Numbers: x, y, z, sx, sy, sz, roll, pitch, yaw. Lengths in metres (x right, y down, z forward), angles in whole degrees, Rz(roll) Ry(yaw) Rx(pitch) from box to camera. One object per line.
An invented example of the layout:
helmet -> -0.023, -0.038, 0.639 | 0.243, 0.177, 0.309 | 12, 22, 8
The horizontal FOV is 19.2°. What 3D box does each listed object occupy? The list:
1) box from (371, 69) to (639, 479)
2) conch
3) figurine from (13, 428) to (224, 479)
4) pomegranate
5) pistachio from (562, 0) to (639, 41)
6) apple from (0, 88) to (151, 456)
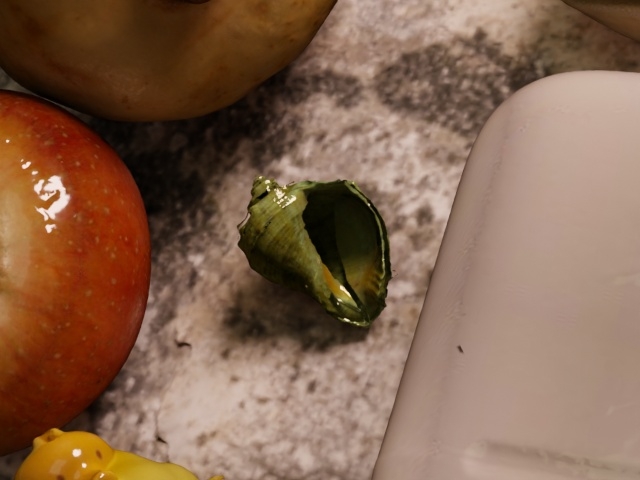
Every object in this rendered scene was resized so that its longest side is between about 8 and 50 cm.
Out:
box -> 0.188, 0.072, 1.048 | 0.289, 0.141, 0.349 | 8, 69, 25
conch -> 0.000, 0.000, 1.199 | 0.121, 0.074, 0.089 | 47, 125, 12
figurine -> -0.096, 0.207, 1.117 | 0.156, 0.131, 0.246 | -26, 50, -31
pomegranate -> -0.121, -0.225, 1.253 | 0.307, 0.307, 0.307 | -9, 63, 19
pistachio -> 0.240, -0.180, 1.154 | 0.215, 0.144, 0.144 | 12, 71, 33
apple -> -0.207, 0.024, 1.225 | 0.210, 0.173, 0.235 | 20, 84, 25
